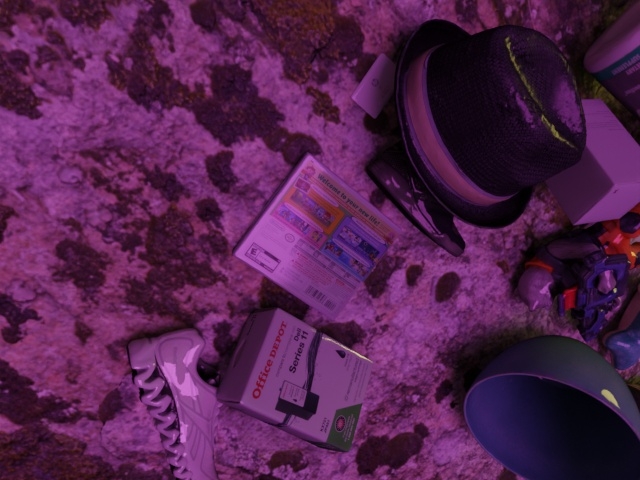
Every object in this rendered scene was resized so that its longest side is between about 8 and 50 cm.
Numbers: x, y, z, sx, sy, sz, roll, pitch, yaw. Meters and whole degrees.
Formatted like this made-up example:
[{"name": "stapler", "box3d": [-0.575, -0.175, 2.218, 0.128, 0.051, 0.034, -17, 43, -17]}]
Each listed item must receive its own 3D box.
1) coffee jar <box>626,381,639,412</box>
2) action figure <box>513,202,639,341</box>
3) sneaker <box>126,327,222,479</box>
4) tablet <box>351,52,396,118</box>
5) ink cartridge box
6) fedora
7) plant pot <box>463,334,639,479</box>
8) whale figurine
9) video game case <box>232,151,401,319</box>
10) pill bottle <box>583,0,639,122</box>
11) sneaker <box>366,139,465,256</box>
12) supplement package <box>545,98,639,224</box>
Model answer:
[{"name": "coffee jar", "box3d": [0.782, 0.364, 1.085, 0.184, 0.096, 0.079, -13, 107, -16]}, {"name": "action figure", "box3d": [0.527, 0.046, 0.904, 0.329, 0.179, 0.341, -28, 140, -3]}, {"name": "sneaker", "box3d": [-0.196, 0.269, 0.720, 0.118, 0.110, 0.293, -21, 112, -22]}, {"name": "tablet", "box3d": [0.089, -0.237, 0.718, 0.054, 0.006, 0.083, 34, 92, -24]}, {"name": "ink cartridge box", "box3d": [-0.034, 0.218, 0.732, 0.208, 0.086, 0.153, 33, 60, -24]}, {"name": "fedora", "box3d": [0.261, -0.178, 0.659, 0.333, 0.152, 0.335, 6, 80, -34]}, {"name": "plant pot", "box3d": [0.442, 0.292, 0.874, 0.195, 0.290, 0.291, -44, 121, -43]}, {"name": "whale figurine", "box3d": [0.736, 0.176, 0.989, 0.271, 0.141, 0.216, -35, 114, -6]}, {"name": "video game case", "box3d": [0.000, 0.000, 0.747, 0.212, 0.023, 0.193, 36, 92, -24]}, {"name": "pill bottle", "box3d": [0.625, -0.236, 0.737, 0.361, 0.204, 0.204, 42, 90, -3]}, {"name": "sneaker", "box3d": [0.190, -0.077, 0.755, 0.130, 0.087, 0.227, -43, 109, 4]}, {"name": "supplement package", "box3d": [0.436, -0.131, 0.764, 0.105, 0.180, 0.105, -7, 149, -18]}]
